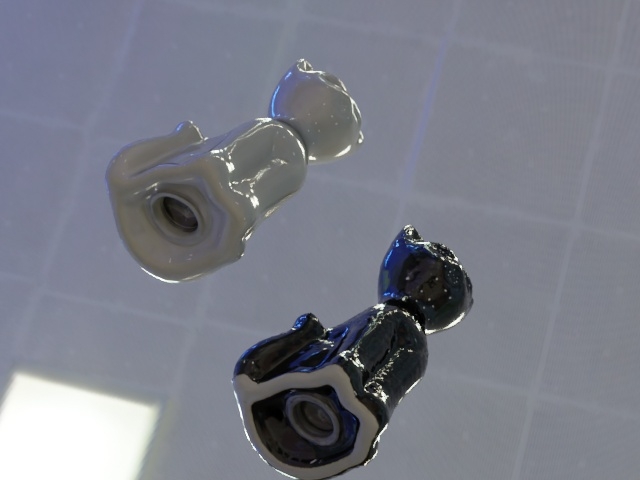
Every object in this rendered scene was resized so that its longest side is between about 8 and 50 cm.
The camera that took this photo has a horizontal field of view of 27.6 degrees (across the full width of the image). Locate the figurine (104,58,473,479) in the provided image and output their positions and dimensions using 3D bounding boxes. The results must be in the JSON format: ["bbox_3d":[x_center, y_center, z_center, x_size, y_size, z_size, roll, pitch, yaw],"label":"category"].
[{"bbox_3d":[0.000,0.000,0.777,0.092,0.209,0.215,-28,-82,36],"label":"figurine"}]
